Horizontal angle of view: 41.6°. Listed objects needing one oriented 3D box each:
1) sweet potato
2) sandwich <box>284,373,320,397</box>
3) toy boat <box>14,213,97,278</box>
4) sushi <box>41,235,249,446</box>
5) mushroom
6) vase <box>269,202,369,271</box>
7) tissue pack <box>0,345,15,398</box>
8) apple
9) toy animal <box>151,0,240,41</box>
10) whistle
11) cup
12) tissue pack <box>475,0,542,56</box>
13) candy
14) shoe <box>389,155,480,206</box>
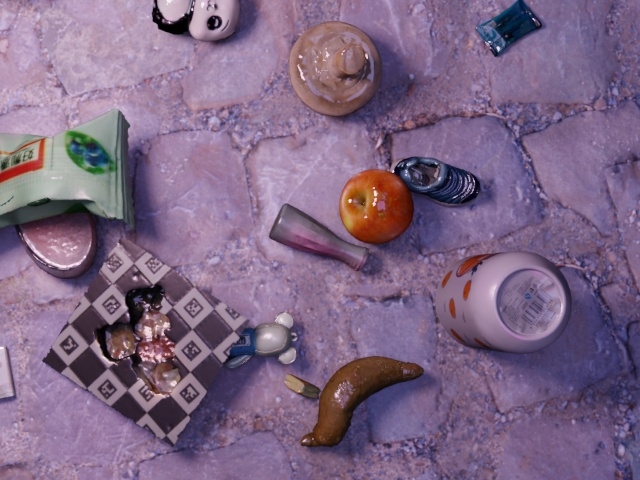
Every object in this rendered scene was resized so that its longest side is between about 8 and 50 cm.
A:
[{"bbox_3d":[0.071,0.332,1.812,0.310,0.098,0.124,-39,112,-9],"label":"sweet potato"},{"bbox_3d":[-0.040,0.319,1.827,0.083,0.044,0.031,23,89,-2],"label":"sandwich"},{"bbox_3d":[-0.559,-0.021,1.789,0.155,0.085,0.227,-27,78,-15],"label":"toy boat"},{"bbox_3d":[-0.361,0.208,1.787,0.339,0.069,0.320,31,92,7],"label":"sushi"},{"bbox_3d":[0.038,-0.372,1.797,0.207,0.215,0.208,0,92,-12],"label":"mushroom"},{"bbox_3d":[0.000,0.000,1.837,0.214,0.086,0.086,25,84,-8],"label":"vase"},{"bbox_3d":[-0.681,0.280,1.772,0.056,0.023,0.108,-12,87,-7],"label":"tissue pack"},{"bbox_3d":[0.122,-0.071,1.815,0.139,0.163,0.164,12,75,-50],"label":"apple"},{"bbox_3d":[-0.260,-0.516,1.813,0.179,0.138,0.166,15,101,0],"label":"toy animal"},{"bbox_3d":[-0.166,0.219,1.808,0.235,0.077,0.114,-6,82,0],"label":"whistle"},{"bbox_3d":[0.381,0.129,1.745,0.212,0.317,0.213,0,87,-6],"label":"cup"},{"bbox_3d":[0.436,-0.493,1.940,0.138,0.028,0.085,-35,90,-10],"label":"tissue pack"},{"bbox_3d":[-0.579,-0.128,1.713,0.397,0.172,0.263,-8,62,11],"label":"candy"},{"bbox_3d":[0.257,-0.133,1.858,0.207,0.106,0.092,13,86,-10],"label":"shoe"}]
